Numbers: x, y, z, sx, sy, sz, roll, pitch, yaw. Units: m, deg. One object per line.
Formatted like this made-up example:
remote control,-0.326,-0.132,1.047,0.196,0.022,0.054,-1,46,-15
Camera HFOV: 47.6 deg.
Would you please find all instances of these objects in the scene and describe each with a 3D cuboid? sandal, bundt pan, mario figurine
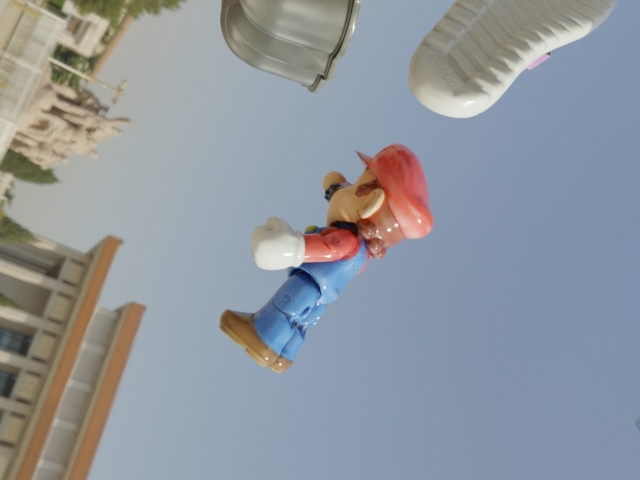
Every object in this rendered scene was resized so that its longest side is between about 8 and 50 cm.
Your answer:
sandal,0.258,-0.291,1.018,0.416,0.169,0.102,-36,163,-28
bundt pan,-0.038,-0.340,0.822,0.331,0.124,0.330,-174,-90,-74
mario figurine,0.000,0.000,0.908,0.320,0.170,0.198,-48,-166,-5

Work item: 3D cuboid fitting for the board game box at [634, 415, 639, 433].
board game box,0.482,0.279,0.818,0.039,0.160,0.211,96,-18,-51
